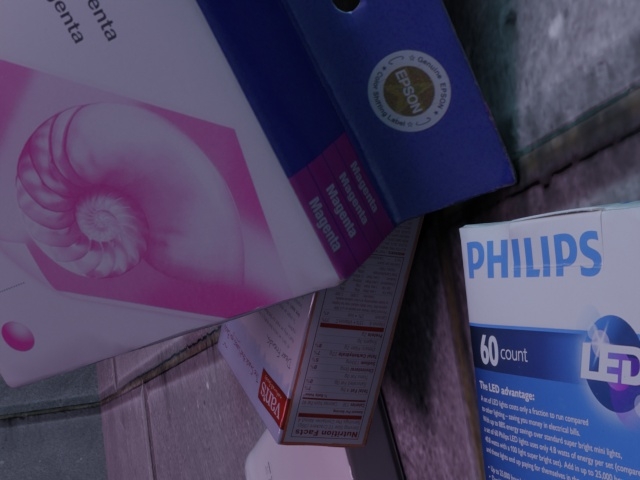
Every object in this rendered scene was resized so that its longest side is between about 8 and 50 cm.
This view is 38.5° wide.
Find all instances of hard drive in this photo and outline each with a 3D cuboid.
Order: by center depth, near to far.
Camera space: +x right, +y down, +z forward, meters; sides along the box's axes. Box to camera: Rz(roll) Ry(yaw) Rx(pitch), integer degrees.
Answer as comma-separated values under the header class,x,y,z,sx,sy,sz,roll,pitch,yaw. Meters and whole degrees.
class,x,y,z,sx,sy,sz,roll,pitch,yaw
hard drive,-0.001,0.235,0.770,0.307,0.040,0.203,120,141,-57

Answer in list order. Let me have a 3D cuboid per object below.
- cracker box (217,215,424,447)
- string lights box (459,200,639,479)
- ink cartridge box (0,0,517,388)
class,x,y,z,sx,sy,sz,roll,pitch,yaw
cracker box,0.000,0.000,0.617,0.156,0.067,0.232,-139,60,-63
string lights box,0.126,0.115,0.339,0.133,0.077,0.259,173,92,-70
ink cartridge box,-0.114,-0.103,0.473,0.324,0.330,0.071,62,-154,-17
